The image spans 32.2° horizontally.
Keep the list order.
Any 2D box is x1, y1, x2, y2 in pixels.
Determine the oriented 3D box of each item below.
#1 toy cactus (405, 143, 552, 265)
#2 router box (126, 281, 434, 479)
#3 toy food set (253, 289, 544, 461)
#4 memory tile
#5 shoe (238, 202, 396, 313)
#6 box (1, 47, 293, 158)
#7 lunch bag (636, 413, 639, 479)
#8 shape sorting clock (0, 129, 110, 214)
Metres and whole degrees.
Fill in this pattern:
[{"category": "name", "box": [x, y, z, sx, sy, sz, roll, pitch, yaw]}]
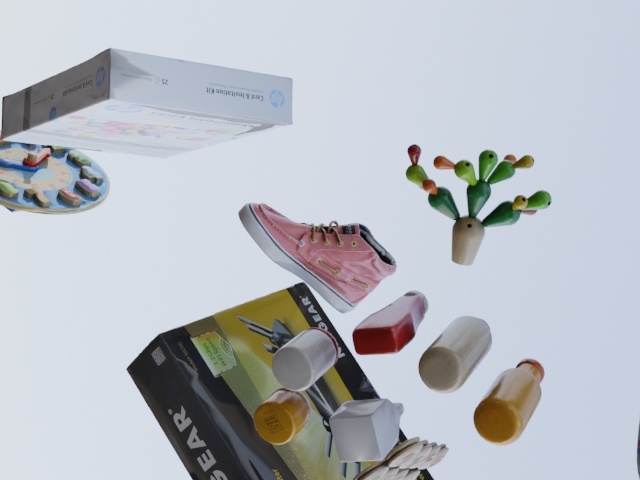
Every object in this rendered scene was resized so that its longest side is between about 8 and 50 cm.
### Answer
[{"category": "toy cactus", "box": [0.225, -0.055, 1.650, 0.112, 0.219, 0.180, -85, -175, -69]}, {"category": "router box", "box": [-0.033, 0.215, 1.222, 0.081, 0.243, 0.309, -44, -106, 38]}, {"category": "toy food set", "box": [0.062, 0.108, 0.919, 0.232, 0.104, 0.111, -10, -78, 28]}, {"category": "memory tile", "box": [0.064, 0.225, 1.048, 0.113, 0.148, 0.012, -36, -111, 8]}, {"category": "shoe", "box": [0.000, 0.000, 1.153, 0.081, 0.178, 0.063, -40, -149, 16]}, {"category": "box", "box": [-0.131, -0.096, 0.813, 0.186, 0.145, 0.038, -8, -99, 52]}, {"category": "lunch bag", "box": [0.463, 0.171, 1.317, 0.108, 0.224, 0.279, 7, -84, 33]}, {"category": "shape sorting clock", "box": [-0.368, -0.091, 1.405, 0.206, 0.206, 0.040, 52, -48, 53]}]
